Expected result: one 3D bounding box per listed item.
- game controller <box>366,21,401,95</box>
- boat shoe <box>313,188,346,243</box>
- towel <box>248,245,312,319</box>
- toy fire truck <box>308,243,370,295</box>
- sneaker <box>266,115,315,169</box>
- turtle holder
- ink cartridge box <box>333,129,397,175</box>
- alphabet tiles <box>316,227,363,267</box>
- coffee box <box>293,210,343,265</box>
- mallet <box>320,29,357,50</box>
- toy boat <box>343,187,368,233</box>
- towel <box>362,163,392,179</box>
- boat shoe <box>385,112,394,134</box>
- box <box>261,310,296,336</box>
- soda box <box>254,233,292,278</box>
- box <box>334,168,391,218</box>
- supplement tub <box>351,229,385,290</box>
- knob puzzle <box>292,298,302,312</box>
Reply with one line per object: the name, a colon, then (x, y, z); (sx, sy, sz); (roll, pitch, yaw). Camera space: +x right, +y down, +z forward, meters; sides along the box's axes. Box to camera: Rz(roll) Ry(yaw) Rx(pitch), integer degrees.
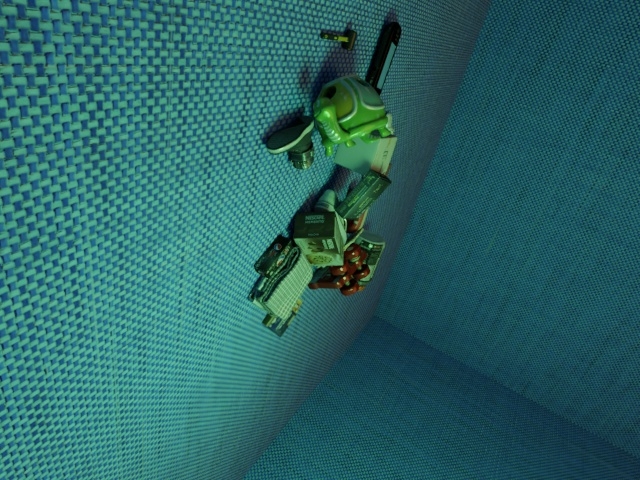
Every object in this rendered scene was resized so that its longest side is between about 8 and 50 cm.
game controller: (0.258, -0.716, 1.643); (0.166, 0.067, 0.319); (-22, 135, -61)
boat shoe: (0.062, -0.112, 1.841); (0.156, 0.136, 0.367); (-66, 155, -24)
towel: (-0.149, 0.176, 1.656); (0.283, 0.121, 0.235); (-57, 158, -16)
toy fire truck: (0.096, 0.146, 2.077); (0.302, 0.254, 0.169); (-47, 122, -39)
sneaker: (-0.090, -0.284, 1.293); (0.226, 0.086, 0.163); (-47, 151, -41)
turtle holder: (0.074, -0.422, 1.356); (0.320, 0.243, 0.227); (-26, 105, -28)
ink cartridge box: (0.200, -0.395, 1.740); (0.233, 0.171, 0.168); (-28, 140, -58)
alphabet tiles: (0.102, 0.042, 2.024); (0.278, 0.021, 0.284); (-40, -177, 34)
coffee box: (0.000, 0.000, 1.695); (0.297, 0.168, 0.118); (71, 20, -63)
mallet: (0.055, -0.644, 1.295); (0.190, 0.039, 0.062); (-34, 147, -45)
toy boat: (0.138, -0.145, 1.984); (0.151, 0.151, 0.231); (-2, 120, -33)
towel: (0.289, -0.317, 2.248); (0.329, 0.037, 0.237); (-25, 139, -57)
boat shoe: (0.345, -0.558, 2.047); (0.066, 0.063, 0.184); (-40, 150, -47)
box: (-0.184, 0.372, 1.886); (0.136, 0.037, 0.225); (-54, 152, -15)
soda box: (-0.178, 0.060, 1.533); (0.169, 0.060, 0.053); (-53, 158, -26)
box: (0.185, -0.190, 1.706); (0.232, 0.059, 0.183); (-48, 161, 18)
supplement tub: (0.244, 0.121, 2.418); (0.207, 0.207, 0.337); (-24, 137, -60)
knob puzzle: (-0.155, 0.374, 2.010); (0.213, 0.030, 0.213); (-50, 156, -32)
